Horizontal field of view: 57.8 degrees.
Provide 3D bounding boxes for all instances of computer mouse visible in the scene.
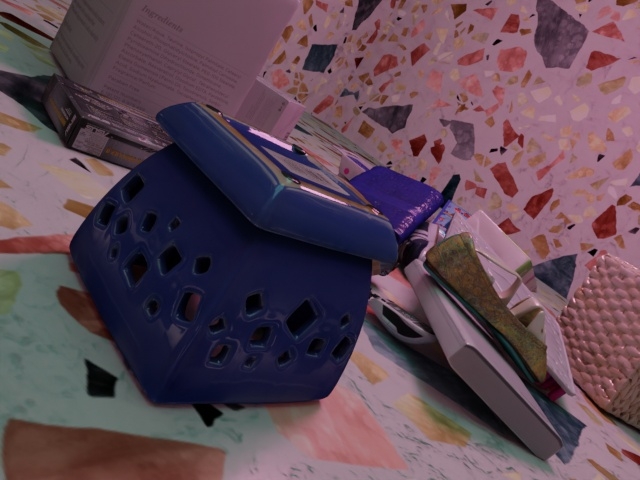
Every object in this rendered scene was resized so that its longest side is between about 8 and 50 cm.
[{"bbox_3d":[0.108,0.123,0.962,0.193,0.042,0.106,35,8,31],"label":"computer mouse"}]

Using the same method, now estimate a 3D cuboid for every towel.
[{"bbox_3d":[0.157,-0.085,1.455,0.228,0.076,0.308,27,35,20],"label":"towel"}]

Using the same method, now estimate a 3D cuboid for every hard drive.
[{"bbox_3d":[0.257,0.177,0.983,0.233,0.047,0.353,46,11,-14],"label":"hard drive"}]

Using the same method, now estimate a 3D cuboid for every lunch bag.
[{"bbox_3d":[0.507,-0.008,2.155,0.221,0.138,0.293,36,27,8],"label":"lunch bag"}]

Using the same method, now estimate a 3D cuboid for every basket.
[{"bbox_3d":[0.785,0.258,1.415,0.266,0.328,0.331,24,16,-17],"label":"basket"}]

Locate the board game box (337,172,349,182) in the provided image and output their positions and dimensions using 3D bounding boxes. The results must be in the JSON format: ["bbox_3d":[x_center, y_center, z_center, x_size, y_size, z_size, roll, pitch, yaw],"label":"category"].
[{"bbox_3d":[0.195,-0.106,1.885,0.305,0.053,0.193,26,16,-24],"label":"board game box"}]

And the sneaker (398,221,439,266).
[{"bbox_3d":[0.211,0.006,1.469,0.153,0.099,0.282,22,24,6],"label":"sneaker"}]

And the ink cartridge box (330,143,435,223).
[{"bbox_3d":[0.183,-0.173,1.842,0.371,0.069,0.176,46,20,30],"label":"ink cartridge box"}]

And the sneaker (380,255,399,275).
[{"bbox_3d":[0.045,-0.002,1.187,0.262,0.104,0.125,33,-16,32],"label":"sneaker"}]

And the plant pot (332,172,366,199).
[{"bbox_3d":[0.046,-0.072,1.249,0.236,0.032,0.236,38,-17,14],"label":"plant pot"}]

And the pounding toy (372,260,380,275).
[{"bbox_3d":[-0.010,-0.001,0.992,0.181,0.094,0.206,-9,22,-5],"label":"pounding toy"}]

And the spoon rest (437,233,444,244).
[{"bbox_3d":[0.354,0.043,1.728,0.137,0.084,0.276,39,2,19],"label":"spoon rest"}]

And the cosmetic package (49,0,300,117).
[{"bbox_3d":[-0.328,-0.470,1.271,0.327,0.393,0.329,20,20,-43],"label":"cosmetic package"}]

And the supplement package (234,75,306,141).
[{"bbox_3d":[-0.185,-0.319,1.483,0.203,0.194,0.149,36,14,9],"label":"supplement package"}]

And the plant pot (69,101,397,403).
[{"bbox_3d":[-0.076,0.008,0.593,0.236,0.212,0.236,16,21,-48],"label":"plant pot"}]

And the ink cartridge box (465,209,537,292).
[{"bbox_3d":[0.512,0.074,1.692,0.207,0.119,0.353,53,6,30],"label":"ink cartridge box"}]

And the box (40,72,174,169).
[{"bbox_3d":[-0.334,-0.183,0.987,0.231,0.056,0.183,18,20,-46],"label":"box"}]

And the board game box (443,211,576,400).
[{"bbox_3d":[0.407,0.127,1.313,0.390,0.050,0.390,48,22,1],"label":"board game box"}]

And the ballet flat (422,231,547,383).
[{"bbox_3d":[0.329,0.119,1.039,0.348,0.123,0.123,46,11,-15],"label":"ballet flat"}]
